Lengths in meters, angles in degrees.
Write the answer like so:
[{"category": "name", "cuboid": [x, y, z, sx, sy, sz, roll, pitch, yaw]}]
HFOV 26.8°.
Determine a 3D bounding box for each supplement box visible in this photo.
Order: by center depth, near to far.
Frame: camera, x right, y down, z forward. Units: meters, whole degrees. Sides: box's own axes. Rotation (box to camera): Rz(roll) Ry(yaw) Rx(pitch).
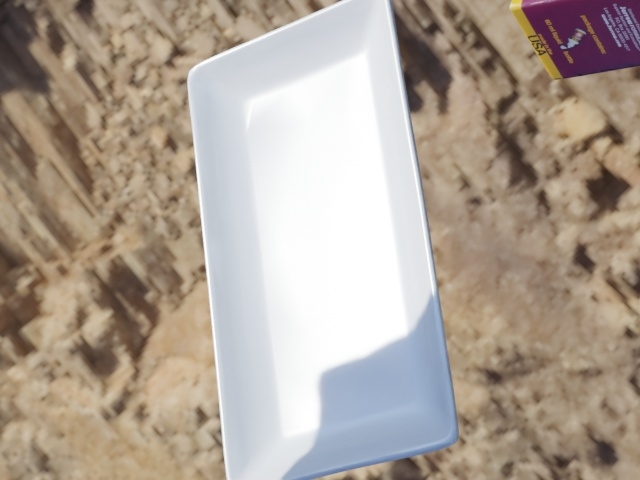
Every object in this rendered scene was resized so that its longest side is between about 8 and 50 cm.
[{"category": "supplement box", "cuboid": [0.240, -0.187, 0.935, 0.188, 0.104, 0.081, -6, 140, 37]}]

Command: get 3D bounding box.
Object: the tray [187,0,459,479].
[{"category": "tray", "cuboid": [0.000, 0.000, 0.762, 0.145, 0.270, 0.030, -18, 156, 26]}]
